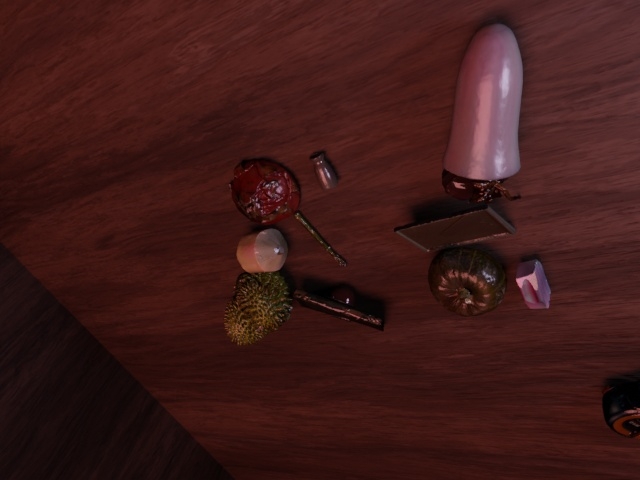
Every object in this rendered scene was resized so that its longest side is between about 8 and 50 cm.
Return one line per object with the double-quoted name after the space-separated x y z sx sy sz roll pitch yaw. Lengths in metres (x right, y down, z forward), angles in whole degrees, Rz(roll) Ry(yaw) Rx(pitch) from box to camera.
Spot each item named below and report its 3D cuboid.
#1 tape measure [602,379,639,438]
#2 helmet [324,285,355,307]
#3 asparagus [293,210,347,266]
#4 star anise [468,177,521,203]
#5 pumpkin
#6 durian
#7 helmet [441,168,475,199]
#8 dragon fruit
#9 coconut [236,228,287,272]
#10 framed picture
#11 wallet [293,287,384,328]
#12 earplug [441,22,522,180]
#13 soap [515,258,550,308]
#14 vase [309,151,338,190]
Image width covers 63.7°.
0.962 0.504 1.539 0.202 0.135 0.223 26 140 -12 "tape measure"
0.074 0.182 1.742 0.111 0.057 0.089 18 175 15 "helmet"
0.000 0.000 1.638 0.024 0.025 0.248 -33 110 27 "asparagus"
0.426 -0.126 1.242 0.070 0.190 0.098 16 97 46 "star anise"
0.413 0.127 1.448 0.218 0.162 0.219 12 131 14 "pumpkin"
-0.211 0.230 1.801 0.224 0.291 0.291 20 137 -6 "durian"
0.360 -0.140 1.282 0.123 0.071 0.098 20 144 3 "helmet"
-0.186 -0.119 1.533 0.223 0.148 0.218 34 137 -4 "dragon fruit"
-0.183 0.035 1.680 0.152 0.147 0.147 -10 124 40 "coconut"
0.355 -0.026 1.370 0.265 0.018 0.192 -14 153 36 "framed picture"
0.066 0.239 1.765 0.316 0.044 0.169 16 166 15 "wallet"
0.355 -0.299 1.092 0.172 0.172 0.302 9 124 20 "earplug"
0.577 0.120 1.398 0.056 0.100 0.149 -11 125 34 "soap"
0.008 -0.194 1.436 0.053 0.053 0.101 -8 120 32 "vase"
